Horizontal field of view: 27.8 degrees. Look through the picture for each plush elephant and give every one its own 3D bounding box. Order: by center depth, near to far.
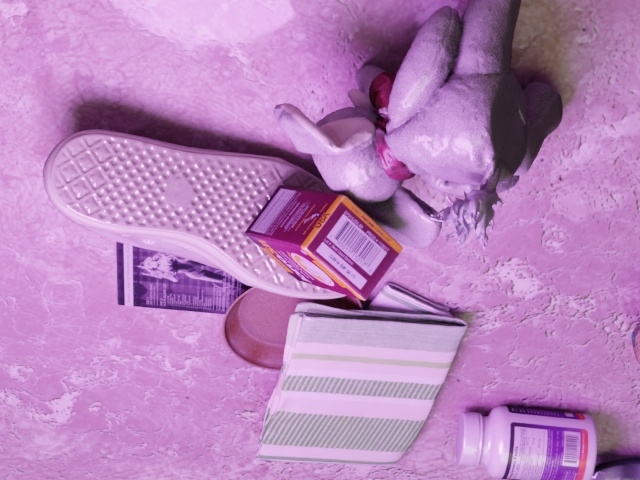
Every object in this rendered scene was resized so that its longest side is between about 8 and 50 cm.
[{"bbox_3d":[0.106,-0.131,1.496,0.255,0.330,0.272,2,145,30],"label":"plush elephant"}]

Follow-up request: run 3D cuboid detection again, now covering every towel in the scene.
[{"bbox_3d":[0.104,0.130,1.844,0.113,0.023,0.152,25,128,-14],"label":"towel"},{"bbox_3d":[0.048,0.217,1.873,0.248,0.038,0.325,6,132,-12],"label":"towel"}]

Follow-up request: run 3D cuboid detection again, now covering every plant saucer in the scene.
[{"bbox_3d":[-0.039,0.106,1.803,0.198,0.036,0.198,-5,136,-5],"label":"plant saucer"}]

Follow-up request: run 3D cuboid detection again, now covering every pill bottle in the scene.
[{"bbox_3d":[0.301,0.301,1.910,0.193,0.108,0.108,6,128,-1],"label":"pill bottle"}]

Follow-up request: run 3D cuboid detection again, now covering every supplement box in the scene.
[{"bbox_3d":[0.000,0.000,1.549,0.104,0.188,0.081,42,78,-23],"label":"supplement box"}]

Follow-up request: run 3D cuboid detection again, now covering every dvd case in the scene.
[{"bbox_3d":[-0.170,0.034,1.781,0.221,0.018,0.164,5,130,-2],"label":"dvd case"}]

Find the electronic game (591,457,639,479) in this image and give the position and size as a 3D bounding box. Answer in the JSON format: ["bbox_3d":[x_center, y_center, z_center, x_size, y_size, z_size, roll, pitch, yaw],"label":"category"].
[{"bbox_3d":[0.479,0.422,2.034,0.229,0.048,0.229,-1,130,-1],"label":"electronic game"}]

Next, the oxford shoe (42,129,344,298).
[{"bbox_3d":[-0.139,-0.037,1.665,0.449,0.169,0.130,15,172,-18],"label":"oxford shoe"}]

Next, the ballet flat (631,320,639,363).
[{"bbox_3d":[0.655,0.151,1.738,0.483,0.182,0.164,7,95,1],"label":"ballet flat"}]
